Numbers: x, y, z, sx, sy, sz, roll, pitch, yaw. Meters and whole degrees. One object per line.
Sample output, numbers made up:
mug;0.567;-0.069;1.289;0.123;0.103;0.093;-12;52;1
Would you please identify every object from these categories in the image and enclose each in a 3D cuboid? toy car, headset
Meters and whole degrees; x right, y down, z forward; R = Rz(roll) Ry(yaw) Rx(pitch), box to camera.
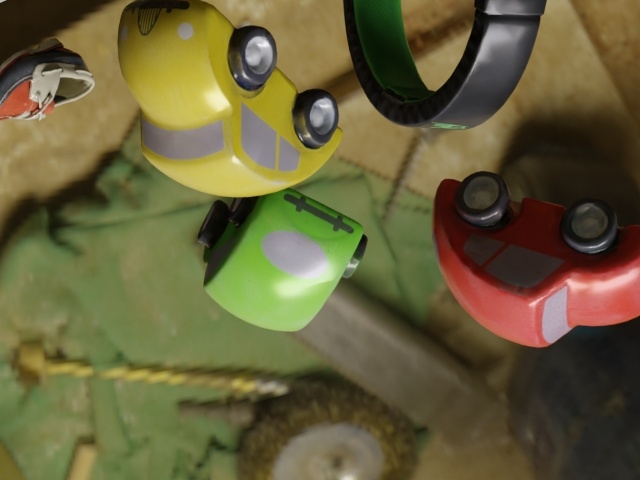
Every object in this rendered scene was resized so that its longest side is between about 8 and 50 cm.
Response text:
toy car;0.000;0.000;0.791;0.239;0.225;0.053;27;69;-12
headset;0.122;-0.276;1.406;0.185;0.243;0.394;-1;109;-25

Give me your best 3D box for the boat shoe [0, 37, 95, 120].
boat shoe;-0.198;-0.105;1.318;0.043;0.137;0.049;44;114;0
